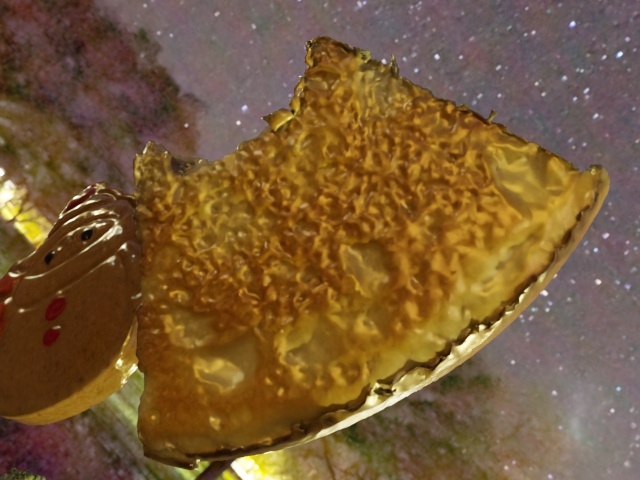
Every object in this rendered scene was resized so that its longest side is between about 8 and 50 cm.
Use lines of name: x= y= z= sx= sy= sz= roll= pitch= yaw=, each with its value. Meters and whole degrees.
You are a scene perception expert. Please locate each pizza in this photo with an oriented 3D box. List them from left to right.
pizza: x=0.000 y=0.000 z=0.435 sx=0.223 sy=0.323 sz=0.089 roll=59 pitch=5 yaw=16

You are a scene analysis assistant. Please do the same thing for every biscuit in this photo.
biscuit: x=-0.339 y=0.068 z=0.936 sx=0.074 sy=0.359 sz=0.381 roll=47 pitch=24 yaw=-46

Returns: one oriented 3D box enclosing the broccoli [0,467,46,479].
broccoli: x=-0.264 y=0.231 z=0.530 sx=0.092 sy=0.095 sz=0.097 roll=63 pitch=17 yaw=1
